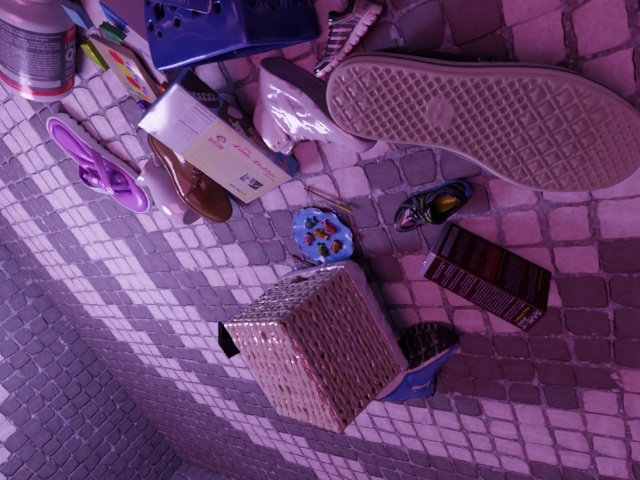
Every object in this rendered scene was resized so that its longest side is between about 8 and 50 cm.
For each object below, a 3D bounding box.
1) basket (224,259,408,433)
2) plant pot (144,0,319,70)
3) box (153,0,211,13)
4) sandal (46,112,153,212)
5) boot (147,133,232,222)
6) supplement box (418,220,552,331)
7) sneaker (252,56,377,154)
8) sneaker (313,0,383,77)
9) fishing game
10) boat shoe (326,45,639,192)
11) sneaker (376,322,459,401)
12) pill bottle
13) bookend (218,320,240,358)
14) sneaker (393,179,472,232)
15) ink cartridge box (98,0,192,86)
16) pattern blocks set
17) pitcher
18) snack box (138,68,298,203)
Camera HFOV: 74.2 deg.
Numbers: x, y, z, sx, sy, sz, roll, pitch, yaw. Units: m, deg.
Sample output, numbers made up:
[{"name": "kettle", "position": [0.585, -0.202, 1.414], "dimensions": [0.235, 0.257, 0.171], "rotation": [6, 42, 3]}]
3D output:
[{"name": "basket", "position": [-0.020, 0.261, 1.100], "dimensions": [0.328, 0.267, 0.331], "rotation": [-16, 104, 53]}, {"name": "plant pot", "position": [-0.168, -0.436, 0.741], "dimensions": [0.236, 0.236, 0.211], "rotation": [3, 118, 31]}, {"name": "box", "position": [-0.233, -0.426, 0.624], "dimensions": [0.225, 0.036, 0.136], "rotation": [25, 122, 22]}, {"name": "sandal", "position": [-0.720, -0.222, 1.348], "dimensions": [0.416, 0.102, 0.169], "rotation": [42, 136, -3]}, {"name": "boot", "position": [-0.325, -0.172, 1.107], "dimensions": [0.115, 0.112, 0.305], "rotation": [-6, 125, 50]}, {"name": "supplement box", "position": [0.339, 0.068, 0.872], "dimensions": [0.240, 0.130, 0.073], "rotation": [29, 134, 12]}, {"name": "sneaker", "position": [-0.020, -0.237, 0.892], "dimensions": [0.293, 0.108, 0.169], "rotation": [39, 138, 14]}, {"name": "sneaker", "position": [0.035, -0.375, 0.771], "dimensions": [0.075, 0.063, 0.170], "rotation": [45, 130, -6]}, {"name": "fishing game", "position": [0.000, 0.000, 1.103], "dimensions": [0.189, 0.041, 0.264], "rotation": [31, 135, 12]}, {"name": "boat shoe", "position": [0.262, -0.212, 0.694], "dimensions": [0.501, 0.156, 0.186], "rotation": [15, 126, 8]}, {"name": "sneaker", "position": [0.270, 0.343, 1.157], "dimensions": [0.147, 0.129, 0.330], "rotation": [23, 131, -16]}, {"name": "pill bottle", "position": [-0.711, -0.524, 1.054], "dimensions": [0.176, 0.176, 0.318], "rotation": [39, 136, 1]}, {"name": "bookend", "position": [-0.273, 0.310, 1.483], "dimensions": [0.157, 0.156, 0.072], "rotation": [-28, 112, -3]}, {"name": "sneaker", "position": [0.222, -0.065, 0.880], "dimensions": [0.188, 0.078, 0.067], "rotation": [-27, 106, 44]}, {"name": "ink cartridge box", "position": [-0.367, -0.429, 0.915], "dimensions": [0.140, 0.082, 0.190], "rotation": [39, 169, 0]}, {"name": "pattern blocks set", "position": [-0.438, -0.389, 0.988], "dimensions": [0.286, 0.026, 0.325], "rotation": [33, 165, 6]}, {"name": "pitcher", "position": [-0.417, -0.159, 1.198], "dimensions": [0.207, 0.126, 0.177], "rotation": [42, 128, 14]}, {"name": "snack box", "position": [-0.231, -0.223, 0.981], "dimensions": [0.187, 0.060, 0.322], "rotation": [-20, 134, 42]}]
